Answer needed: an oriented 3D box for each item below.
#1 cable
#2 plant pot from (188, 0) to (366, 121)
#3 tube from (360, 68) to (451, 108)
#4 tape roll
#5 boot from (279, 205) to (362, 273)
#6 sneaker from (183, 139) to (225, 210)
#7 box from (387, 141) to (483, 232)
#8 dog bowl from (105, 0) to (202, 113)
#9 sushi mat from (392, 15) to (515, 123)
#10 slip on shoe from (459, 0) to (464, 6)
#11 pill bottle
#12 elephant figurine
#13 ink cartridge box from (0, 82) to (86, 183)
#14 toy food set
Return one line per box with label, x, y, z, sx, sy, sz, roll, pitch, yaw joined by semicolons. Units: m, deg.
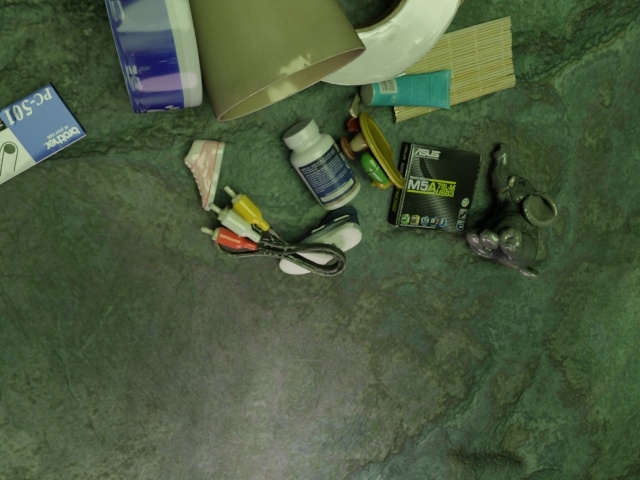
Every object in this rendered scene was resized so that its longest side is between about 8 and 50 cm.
cable;-0.094;0.016;1.043;0.287;0.072;0.139;31;110;-9
plant pot;-0.103;-0.361;0.823;0.257;0.256;0.273;-27;99;-12
tube;0.183;-0.304;1.092;0.207;0.052;0.080;-9;111;-24
tape roll;0.057;-0.467;0.926;0.393;0.072;0.391;-1;118;-2
boot;0.000;0.000;1.123;0.190;0.086;0.069;-25;125;17
sneaker;-0.223;-0.125;1.004;0.070;0.051;0.134;11;107;-11
box;0.255;-0.115;1.197;0.191;0.045;0.184;5;106;-23
dog bowl;-0.257;-0.329;0.808;0.104;0.265;0.264;-13;110;-14
sushi mat;0.283;-0.365;1.149;0.317;0.019;0.151;-20;111;-15
slip on shoe;0.251;-0.469;1.092;0.135;0.041;0.051;-45;113;-5
pill bottle;0.000;-0.151;1.057;0.094;0.094;0.169;-39;116;-7
elephant figurine;0.453;-0.068;1.239;0.239;0.170;0.186;-61;146;-14
ink cartridge box;-0.504;-0.164;0.881;0.207;0.046;0.097;-33;116;-10
toy food set;0.091;-0.184;1.088;0.071;0.128;0.217;-26;120;22
